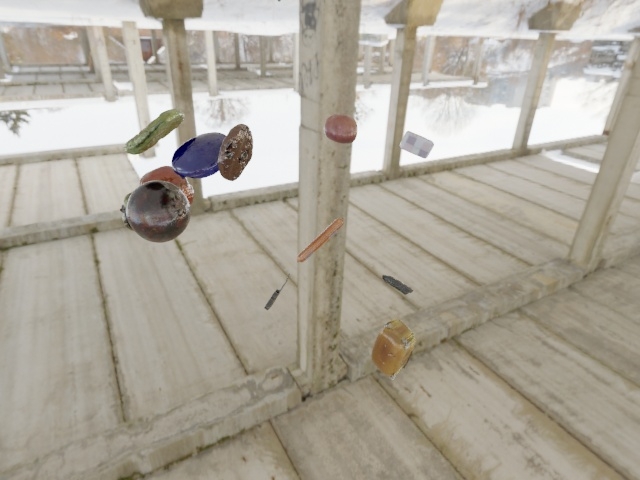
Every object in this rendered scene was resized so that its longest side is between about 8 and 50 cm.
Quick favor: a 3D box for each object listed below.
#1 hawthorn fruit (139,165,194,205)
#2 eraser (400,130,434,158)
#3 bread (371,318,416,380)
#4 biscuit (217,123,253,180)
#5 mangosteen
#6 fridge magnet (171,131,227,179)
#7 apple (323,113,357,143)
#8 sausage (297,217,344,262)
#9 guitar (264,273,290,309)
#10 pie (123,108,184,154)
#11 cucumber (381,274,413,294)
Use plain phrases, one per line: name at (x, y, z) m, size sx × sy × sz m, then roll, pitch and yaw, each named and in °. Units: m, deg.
hawthorn fruit at (-0.853, -0.269, 2.260) m, size 0.299 × 0.276 × 0.275 m, roll -12°, pitch -150°, yaw -33°
eraser at (0.330, -0.328, 1.424) m, size 0.105 × 0.065 × 0.026 m, roll 23°, pitch -155°, yaw -5°
bread at (0.283, 0.429, 1.643) m, size 0.106 × 0.241 × 0.136 m, roll -24°, pitch -129°, yaw -32°
biscuit at (-0.275, -0.289, 1.368) m, size 0.049 × 0.192 × 0.192 m, roll 18°, pitch -150°, yaw 13°
mangosteen at (-0.756, -0.134, 1.913) m, size 0.310 × 0.312 × 0.311 m, roll 1°, pitch -153°, yaw -1°
fridge magnet at (-0.494, -0.355, 1.734) m, size 0.265 × 0.113 × 0.266 m, roll -9°, pitch -131°, yaw 11°
apple at (0.090, -0.490, 1.813) m, size 0.153 × 0.120 × 0.153 m, roll 11°, pitch -161°, yaw -4°
sausage at (0.000, 0.000, 2.253) m, size 0.347 × 0.053 × 0.053 m, roll -43°, pitch -149°, yaw 6°
guitar at (-0.220, 0.264, 2.154) m, size 0.025 × 0.234 × 0.088 m, roll 34°, pitch -164°, yaw 5°
pie at (-0.743, -0.498, 1.883) m, size 0.323 × 0.071 × 0.323 m, roll -34°, pitch -164°, yaw 12°
cucumber at (0.409, 0.234, 2.221) m, size 0.181 × 0.053 × 0.053 m, roll 32°, pitch -146°, yaw 7°
